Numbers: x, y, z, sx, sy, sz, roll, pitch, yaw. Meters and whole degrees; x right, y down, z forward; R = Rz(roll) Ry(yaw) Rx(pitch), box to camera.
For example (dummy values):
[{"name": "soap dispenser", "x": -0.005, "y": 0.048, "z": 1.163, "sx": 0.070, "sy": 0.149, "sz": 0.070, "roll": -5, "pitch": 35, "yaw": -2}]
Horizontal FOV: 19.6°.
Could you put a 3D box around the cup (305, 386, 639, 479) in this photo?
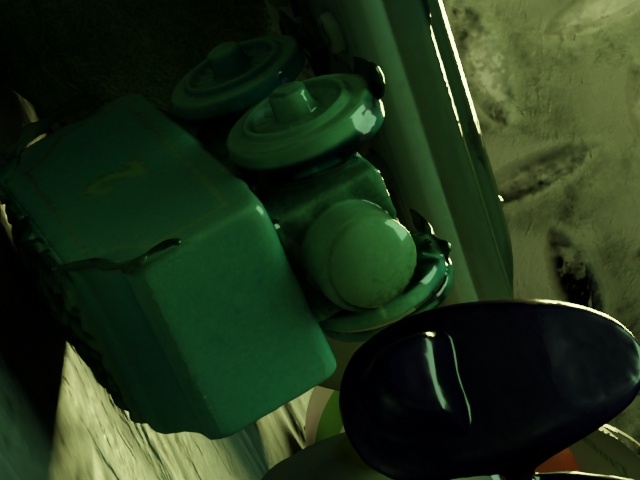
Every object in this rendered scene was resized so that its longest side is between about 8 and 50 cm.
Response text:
[{"name": "cup", "x": 0.108, "y": 0.191, "z": 1.424, "sx": 0.253, "sy": 0.253, "sz": 0.274, "roll": 63, "pitch": -5, "yaw": -27}]

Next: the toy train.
[{"name": "toy train", "x": -0.045, "y": -0.006, "z": 0.804, "sx": 0.112, "sy": 0.163, "sz": 0.203, "roll": 65, "pitch": -11, "yaw": -25}]

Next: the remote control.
[{"name": "remote control", "x": 0.020, "y": -0.105, "z": 0.862, "sx": 0.128, "sy": 0.065, "sz": 0.335, "roll": 48, "pitch": -17, "yaw": 53}]

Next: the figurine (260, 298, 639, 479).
[{"name": "figurine", "x": 0.040, "y": 0.145, "z": 0.845, "sx": 0.154, "sy": 0.193, "sz": 0.421, "roll": 63, "pitch": -8, "yaw": 13}]

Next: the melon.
[{"name": "melon", "x": -0.083, "y": -0.137, "z": 0.983, "sx": 0.288, "sy": 0.182, "sz": 0.182, "roll": 18, "pitch": 43, "yaw": -57}]

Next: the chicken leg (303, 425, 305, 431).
[{"name": "chicken leg", "x": 0.009, "y": 0.190, "z": 1.582, "sx": 0.036, "sy": 0.021, "sz": 0.083, "roll": -97, "pitch": 160, "yaw": -46}]

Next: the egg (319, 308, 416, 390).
[{"name": "egg", "x": 0.000, "y": 0.000, "z": 1.351, "sx": 0.253, "sy": 0.186, "sz": 0.186, "roll": 52, "pitch": 4, "yaw": -3}]
